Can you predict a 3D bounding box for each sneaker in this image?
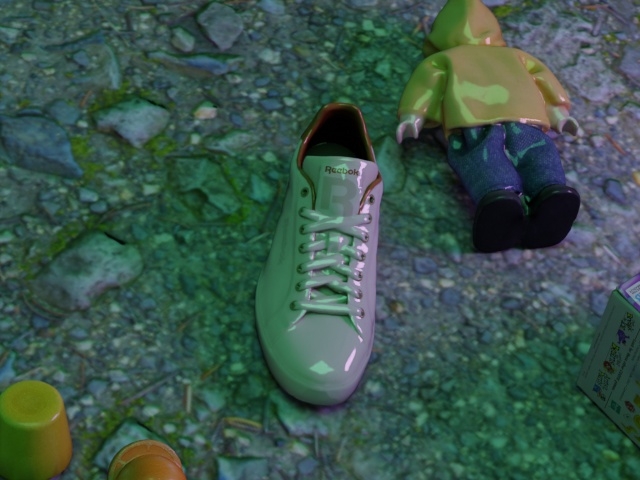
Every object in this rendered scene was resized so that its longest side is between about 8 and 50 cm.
[{"bbox_3d":[0.000,0.000,1.405,0.106,0.123,0.290,5,53,-5],"label":"sneaker"}]

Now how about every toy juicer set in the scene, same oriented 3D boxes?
[{"bbox_3d":[-0.216,0.260,1.194,0.209,0.089,0.329,19,42,11],"label":"toy juicer set"}]

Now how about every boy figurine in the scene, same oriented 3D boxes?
[{"bbox_3d":[0.151,-0.125,1.540,0.177,0.092,0.285,-8,52,-12],"label":"boy figurine"}]

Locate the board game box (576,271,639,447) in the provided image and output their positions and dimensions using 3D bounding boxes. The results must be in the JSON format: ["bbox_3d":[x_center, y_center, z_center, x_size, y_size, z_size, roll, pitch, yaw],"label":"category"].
[{"bbox_3d":[0.368,0.141,1.320,0.142,0.144,0.275,-29,61,-26],"label":"board game box"}]
